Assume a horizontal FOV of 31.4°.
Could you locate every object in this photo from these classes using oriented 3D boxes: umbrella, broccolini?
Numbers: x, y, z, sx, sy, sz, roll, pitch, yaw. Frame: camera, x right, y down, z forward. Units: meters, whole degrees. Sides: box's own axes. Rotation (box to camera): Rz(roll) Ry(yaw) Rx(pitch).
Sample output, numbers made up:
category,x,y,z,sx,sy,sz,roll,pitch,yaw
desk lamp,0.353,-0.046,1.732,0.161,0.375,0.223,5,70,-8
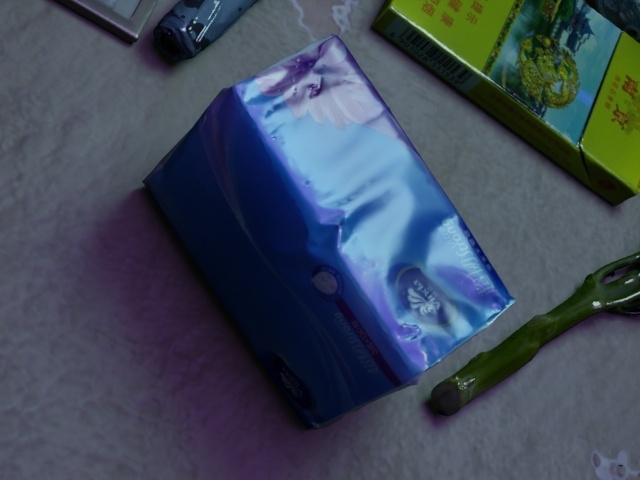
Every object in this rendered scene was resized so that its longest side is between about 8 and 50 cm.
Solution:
category,x,y,z,sx,sy,sz,roll,pitch,yaw
umbrella,-0.070,-0.253,1.094,0.052,0.053,0.250,48,55,-12
broccolini,0.269,0.077,1.118,0.392,0.074,0.079,-28,77,-34

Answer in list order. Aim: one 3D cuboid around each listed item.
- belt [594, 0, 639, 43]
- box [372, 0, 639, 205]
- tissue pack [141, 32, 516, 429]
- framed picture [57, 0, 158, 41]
category,x,y,z,sx,sy,sz,roll,pitch,yaw
belt,0.398,-0.282,1.327,0.163,0.082,0.147,40,67,-17
box,0.230,-0.203,1.231,0.335,0.047,0.187,35,58,-12
tissue pack,0.000,0.000,0.939,0.146,0.198,0.263,-33,87,-35
framed picture,-0.212,-0.346,1.078,0.213,0.016,0.289,29,59,-14
